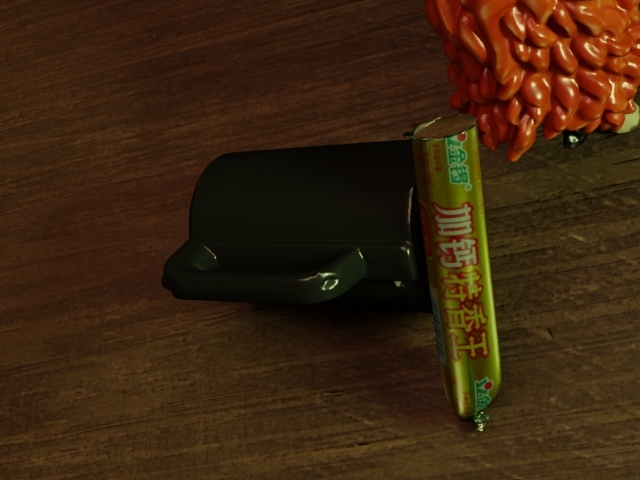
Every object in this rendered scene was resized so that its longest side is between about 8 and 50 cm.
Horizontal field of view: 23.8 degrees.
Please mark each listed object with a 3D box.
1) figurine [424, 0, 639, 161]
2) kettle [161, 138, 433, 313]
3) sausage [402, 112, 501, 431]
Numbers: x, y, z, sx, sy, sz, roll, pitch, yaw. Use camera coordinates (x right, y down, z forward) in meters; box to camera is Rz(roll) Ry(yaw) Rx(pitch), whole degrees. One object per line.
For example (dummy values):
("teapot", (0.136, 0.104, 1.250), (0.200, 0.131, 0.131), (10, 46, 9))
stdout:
("figurine", (0.272, -0.249, 1.657), (0.241, 0.412, 0.306), (29, 112, 27))
("kettle", (0.006, 0.007, 1.777), (0.308, 0.203, 0.262), (0, 54, 28))
("sausage", (0.151, 0.047, 1.652), (0.082, 0.371, 0.082), (-8, 22, 3))
